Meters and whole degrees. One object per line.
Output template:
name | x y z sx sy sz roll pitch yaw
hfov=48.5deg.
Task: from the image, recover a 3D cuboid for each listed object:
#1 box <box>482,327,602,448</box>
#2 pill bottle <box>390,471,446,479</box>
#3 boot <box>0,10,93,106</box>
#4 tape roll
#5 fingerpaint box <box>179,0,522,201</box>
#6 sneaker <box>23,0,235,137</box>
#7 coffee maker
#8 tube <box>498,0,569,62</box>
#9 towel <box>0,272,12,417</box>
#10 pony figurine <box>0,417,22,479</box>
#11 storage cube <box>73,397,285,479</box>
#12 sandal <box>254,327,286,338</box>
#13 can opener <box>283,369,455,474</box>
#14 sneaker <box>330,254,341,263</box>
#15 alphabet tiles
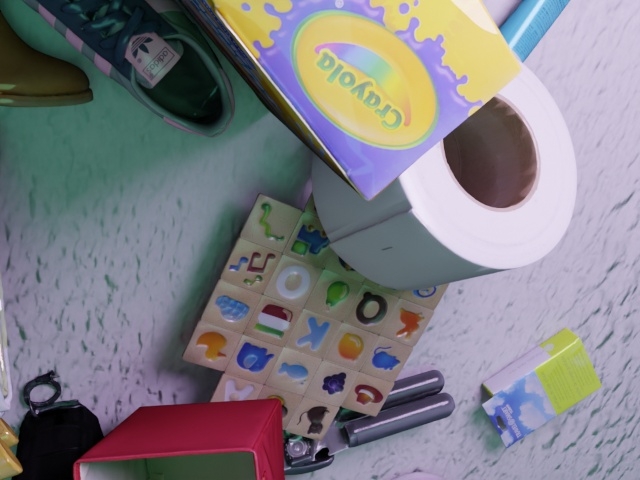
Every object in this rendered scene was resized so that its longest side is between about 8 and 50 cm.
box | 0.332 0.227 1.087 0.178 0.042 0.109 -33 115 -1
pill bottle | 0.179 0.485 1.001 0.169 0.301 0.169 -6 112 -14
boot | -0.347 -0.255 0.681 0.284 0.109 0.220 14 103 -13
tape roll | 0.134 -0.075 0.785 0.246 0.169 0.246 7 75 -27
fingerpaint box | -0.082 -0.288 0.585 0.163 0.371 0.445 -40 115 2
sneaker | -0.188 -0.213 0.663 0.112 0.131 0.319 -46 137 6
coffee maker | -0.321 0.283 0.846 0.120 0.178 0.171 -31 116 -4
tube | 0.258 -0.268 0.864 0.207 0.052 0.080 -51 159 7
towel | -0.489 0.043 0.658 0.375 0.090 0.320 -9 73 -12
pony figurine | -0.508 0.283 0.726 0.363 0.351 0.302 -39 135 -21
storage cube | -0.137 0.295 0.795 0.215 0.193 0.183 -5 93 4
sandal | -0.015 0.141 0.953 0.255 0.054 0.097 2 120 -20
can opener | 0.049 0.266 1.019 0.284 0.076 0.095 -14 146 -11
sneaker | 0.000 0.000 0.893 0.152 0.061 0.053 7 111 -17
alphabet tiles | 0.002 0.093 0.890 0.285 0.011 0.342 21 104 -23
